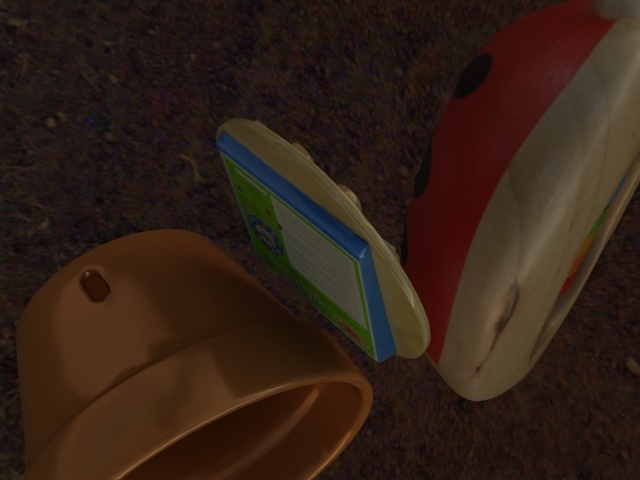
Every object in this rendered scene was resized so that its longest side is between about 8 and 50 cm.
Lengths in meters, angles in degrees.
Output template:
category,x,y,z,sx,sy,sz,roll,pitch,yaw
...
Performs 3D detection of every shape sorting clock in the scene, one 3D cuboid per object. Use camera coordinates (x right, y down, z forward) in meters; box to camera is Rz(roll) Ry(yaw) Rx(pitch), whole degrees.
category,x,y,z,sx,sy,sz,roll,pitch,yaw
shape sorting clock,0.000,0.000,0.535,0.040,0.206,0.206,-39,82,-19

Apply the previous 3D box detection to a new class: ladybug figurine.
category,x,y,z,sx,sy,sz,roll,pitch,yaw
ladybug figurine,0.189,-0.038,0.735,0.162,0.305,0.449,31,135,21

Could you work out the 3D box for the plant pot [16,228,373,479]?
category,x,y,z,sx,sy,sz,roll,pitch,yaw
plant pot,-0.131,0.129,0.669,0.291,0.291,0.203,-40,62,7
